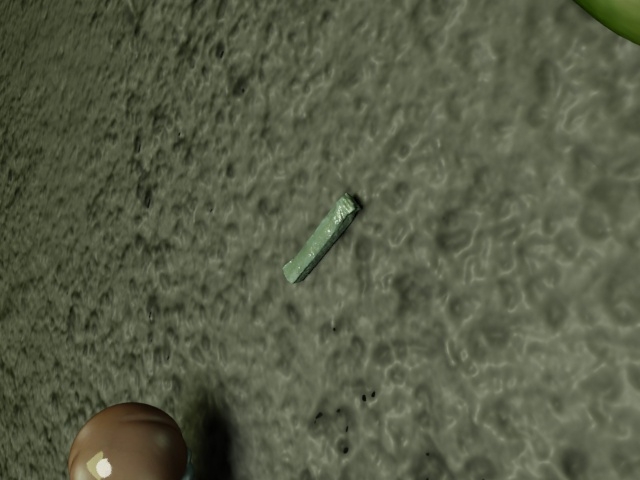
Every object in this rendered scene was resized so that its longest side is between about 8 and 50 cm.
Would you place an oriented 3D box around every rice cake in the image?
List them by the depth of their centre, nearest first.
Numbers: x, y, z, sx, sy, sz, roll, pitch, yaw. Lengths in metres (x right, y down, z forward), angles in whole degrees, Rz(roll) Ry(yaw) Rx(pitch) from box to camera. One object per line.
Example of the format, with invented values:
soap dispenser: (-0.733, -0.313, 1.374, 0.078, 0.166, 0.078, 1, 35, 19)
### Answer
rice cake: (0.000, 0.000, 0.731, 0.121, 0.022, 0.022, -50, 62, 31)

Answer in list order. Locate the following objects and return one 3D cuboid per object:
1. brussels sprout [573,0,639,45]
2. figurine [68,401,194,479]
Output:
brussels sprout: (0.239, -0.229, 0.298, 0.371, 0.314, 0.275, -8, 48, 13)
figurine: (-0.251, 0.384, 0.823, 0.388, 0.248, 0.276, -38, 35, 36)
